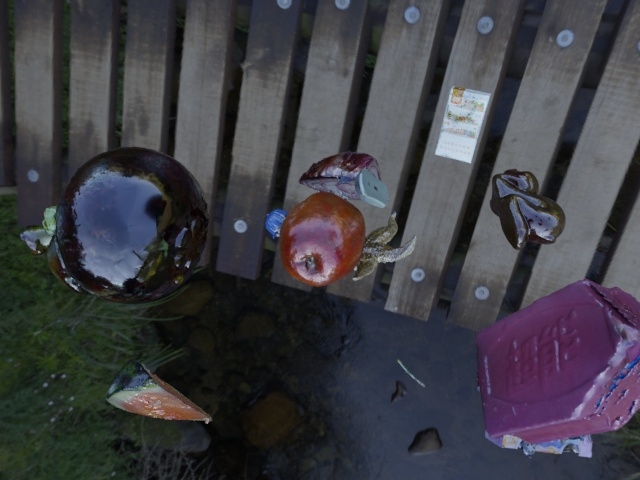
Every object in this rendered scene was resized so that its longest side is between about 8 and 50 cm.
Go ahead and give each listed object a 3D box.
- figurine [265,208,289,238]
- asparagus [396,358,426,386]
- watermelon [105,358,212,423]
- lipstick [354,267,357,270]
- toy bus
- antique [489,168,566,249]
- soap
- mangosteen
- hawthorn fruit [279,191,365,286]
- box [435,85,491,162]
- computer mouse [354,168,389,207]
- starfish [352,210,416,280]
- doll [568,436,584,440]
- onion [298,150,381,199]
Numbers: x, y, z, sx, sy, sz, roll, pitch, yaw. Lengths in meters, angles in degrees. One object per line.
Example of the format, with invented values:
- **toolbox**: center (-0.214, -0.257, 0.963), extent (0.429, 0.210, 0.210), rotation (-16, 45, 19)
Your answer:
- **figurine**: center (-0.082, -0.028, 1.162), extent (0.136, 0.079, 0.077), rotation (26, 86, 36)
- **asparagus**: center (0.330, 0.485, 1.659), extent (0.163, 0.016, 0.016), rotation (45, 82, -13)
- **watermelon**: center (-0.229, 0.228, 0.657), extent (0.119, 0.245, 0.063), rotation (15, 60, 14)
- **lipstick**: center (0.047, 0.025, 1.469), extent (0.252, 0.079, 0.077), rotation (23, 109, -27)
- **toy bus**: center (0.575, 0.497, 1.197), extent (0.273, 0.090, 0.112), rotation (11, 84, -13)
- **antique**: center (0.546, -0.094, 1.221), extent (0.143, 0.257, 0.121), rotation (-12, 132, 4)
- **soap**: center (0.309, 0.151, 0.574), extent (0.099, 0.162, 0.250), rotation (14, 146, -13)
- **mangosteen**: center (-0.312, -0.024, 0.685), extent (0.289, 0.231, 0.232), rotation (5, 101, 8)
- **hawthorn fruit**: center (0.000, 0.000, 0.893), extent (0.189, 0.189, 0.189), rotation (3, 100, 17)
- **box**: center (0.444, -0.362, 1.445), extent (0.122, 0.032, 0.221), rotation (19, 127, 19)
- **computer mouse**: center (0.094, -0.094, 0.864), extent (0.032, 0.110, 0.056), rotation (-10, 69, 37)
- **starfish**: center (0.106, 0.015, 1.100), extent (0.235, 0.277, 0.062), rotation (8, 132, 26)
- **doll**: center (0.586, 0.413, 1.102), extent (0.085, 0.152, 0.114), rotation (-29, 122, 9)
- **onion**: center (0.068, -0.219, 1.506), extent (0.279, 0.314, 0.146), rotation (11, 88, 20)
